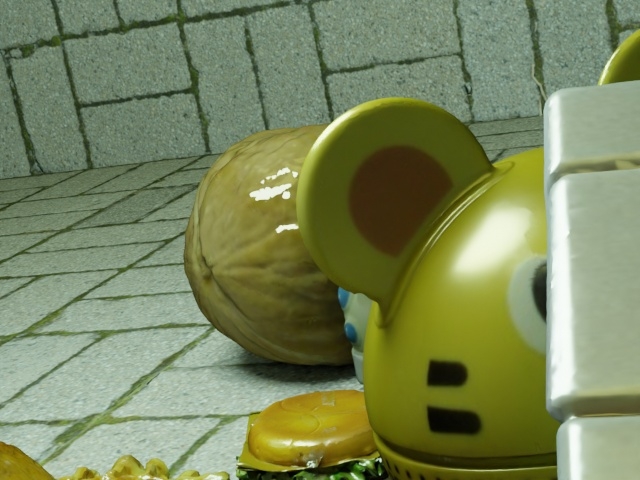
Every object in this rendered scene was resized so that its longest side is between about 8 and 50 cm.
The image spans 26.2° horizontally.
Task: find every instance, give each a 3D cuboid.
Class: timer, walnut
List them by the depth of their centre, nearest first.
[{"bbox_3d":[0.189,0.055,1.002,0.376,0.387,0.376,-12,11,2],"label":"timer"},{"bbox_3d":[0.000,0.000,1.621,0.332,0.333,0.333,-10,13,2],"label":"walnut"}]

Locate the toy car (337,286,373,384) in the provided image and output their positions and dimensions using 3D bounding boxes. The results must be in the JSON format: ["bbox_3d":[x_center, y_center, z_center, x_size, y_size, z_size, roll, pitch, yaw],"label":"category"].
[{"bbox_3d":[0.197,0.032,1.439,0.336,0.226,0.242,-20,16,-30],"label":"toy car"}]

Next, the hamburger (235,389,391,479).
[{"bbox_3d":[0.006,0.192,1.203,0.164,0.093,0.189,-5,16,15],"label":"hamburger"}]

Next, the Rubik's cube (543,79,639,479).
[{"bbox_3d":[0.266,0.125,0.595,0.315,0.322,0.319,-4,36,11],"label":"Rubik's cube"}]

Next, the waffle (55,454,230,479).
[{"bbox_3d":[-0.178,0.247,1.196,0.229,0.057,0.219,-6,14,17],"label":"waffle"}]

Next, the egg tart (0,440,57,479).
[{"bbox_3d":[-0.222,0.242,0.902,0.215,0.171,0.215,-37,-14,-11],"label":"egg tart"}]
